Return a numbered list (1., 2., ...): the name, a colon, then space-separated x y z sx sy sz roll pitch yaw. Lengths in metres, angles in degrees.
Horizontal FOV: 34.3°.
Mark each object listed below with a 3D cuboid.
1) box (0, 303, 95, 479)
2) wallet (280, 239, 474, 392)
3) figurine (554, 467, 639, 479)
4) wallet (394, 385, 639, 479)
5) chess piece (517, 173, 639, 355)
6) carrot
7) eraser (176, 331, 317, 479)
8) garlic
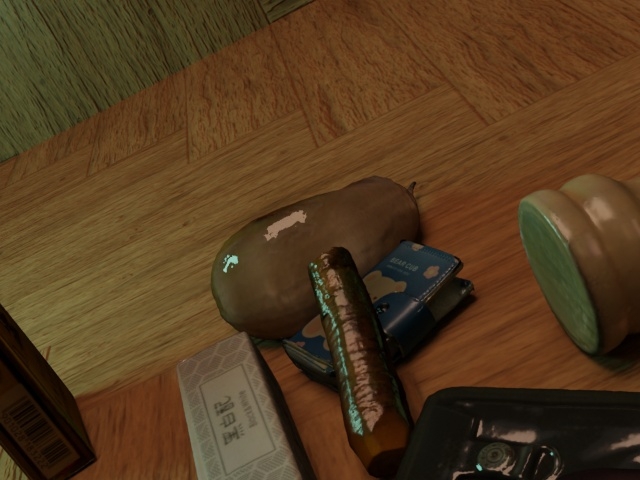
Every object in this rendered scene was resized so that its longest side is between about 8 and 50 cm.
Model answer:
1. box: -0.403 0.142 1.263 0.084 0.301 0.193 -35 25 -10
2. wallet: 0.066 0.087 1.173 0.202 0.059 0.141 -39 26 -19
3. figurine: 0.215 0.288 0.553 0.218 0.206 0.365 -44 45 20
4. wallet: 0.179 0.189 0.878 0.245 0.052 0.168 -5 37 36
5. chess piece: 0.353 -0.027 0.985 0.300 0.167 0.167 -25 24 -5
6. carrot: 0.037 0.114 1.048 0.070 0.070 0.260 -25 50 8
7. eraser: -0.060 0.223 0.994 0.096 0.098 0.404 -29 25 -2
8. garlic: 0.013 -0.005 1.323 0.338 0.151 0.196 -34 11 -13
